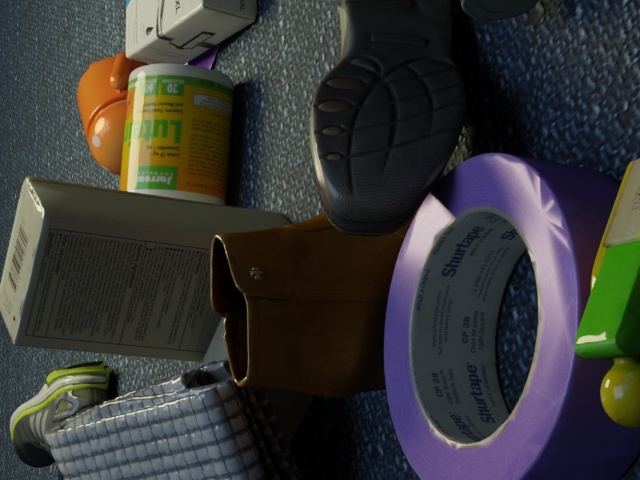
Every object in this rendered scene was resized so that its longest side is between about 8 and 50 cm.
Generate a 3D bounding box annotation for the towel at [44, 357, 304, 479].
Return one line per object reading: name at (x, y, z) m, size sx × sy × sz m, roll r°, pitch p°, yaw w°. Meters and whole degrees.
towel at (-0.132, 0.254, 1.445) m, size 0.284 × 0.121 × 0.235 m, roll -22°, pitch 90°, yaw 41°

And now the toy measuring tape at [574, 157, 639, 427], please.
toy measuring tape at (0.262, -0.020, 0.935) m, size 0.121 × 0.121 × 0.330 m, roll -19°, pitch 43°, yaw 61°

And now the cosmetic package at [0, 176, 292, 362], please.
cosmetic package at (-0.183, 0.039, 1.549) m, size 0.113 × 0.309 × 0.160 m, roll 47°, pitch 124°, yaw 57°

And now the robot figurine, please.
robot figurine at (-0.281, -0.180, 2.009) m, size 0.158 × 0.128 × 0.219 m, roll -52°, pitch 38°, yaw 26°

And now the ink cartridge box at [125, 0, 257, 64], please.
ink cartridge box at (-0.173, -0.332, 1.848) m, size 0.203 × 0.086 × 0.148 m, roll -22°, pitch 65°, yaw 51°

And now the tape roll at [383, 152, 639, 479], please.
tape roll at (0.154, 0.072, 1.104) m, size 0.275 × 0.090 × 0.274 m, roll -25°, pitch 62°, yaw 60°

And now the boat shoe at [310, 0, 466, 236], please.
boat shoe at (0.063, -0.107, 1.259) m, size 0.355 × 0.132 × 0.130 m, roll -75°, pitch -9°, yaw -51°

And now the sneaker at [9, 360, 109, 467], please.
sneaker at (-0.404, 0.297, 2.162) m, size 0.300 × 0.111 × 0.121 m, roll -50°, pitch 44°, yaw 51°

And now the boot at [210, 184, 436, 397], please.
boot at (0.000, 0.001, 1.297) m, size 0.104 × 0.211 × 0.295 m, roll -41°, pitch 47°, yaw 53°

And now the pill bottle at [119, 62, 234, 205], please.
pill bottle at (-0.185, -0.091, 1.781) m, size 0.136 × 0.136 × 0.245 m, roll -13°, pitch 71°, yaw 62°

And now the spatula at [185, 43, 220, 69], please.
spatula at (-0.207, -0.310, 2.004) m, size 0.084 × 0.030 × 0.296 m, roll -68°, pitch 29°, yaw 17°

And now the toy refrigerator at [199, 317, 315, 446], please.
toy refrigerator at (-0.065, 0.138, 1.515) m, size 0.269 × 0.102 × 0.094 m, roll -65°, pitch 31°, yaw 32°

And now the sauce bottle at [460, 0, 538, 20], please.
sauce bottle at (0.135, -0.355, 1.232) m, size 0.111 × 0.111 × 0.344 m, roll -39°, pitch 48°, yaw 54°
